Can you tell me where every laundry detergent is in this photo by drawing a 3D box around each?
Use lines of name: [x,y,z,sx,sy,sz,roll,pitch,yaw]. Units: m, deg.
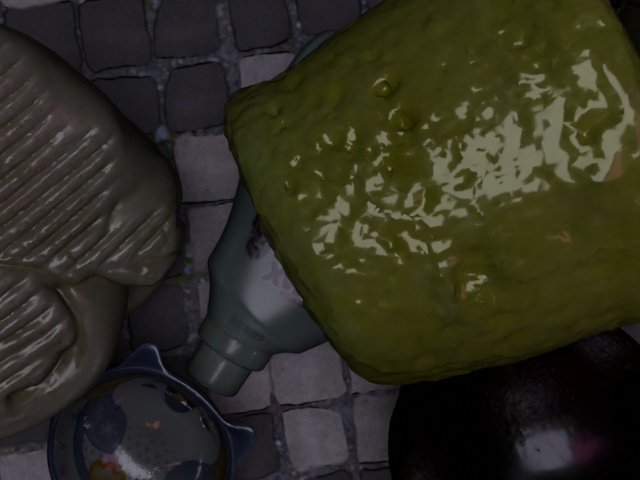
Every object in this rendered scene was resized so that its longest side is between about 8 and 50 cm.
laundry detergent: [0.000,0.000,0.875,0.264,0.125,0.398,32,91,-2]

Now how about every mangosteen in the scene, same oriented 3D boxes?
mangosteen: [0.209,0.176,0.811,0.296,0.297,0.314,-3,82,-3]

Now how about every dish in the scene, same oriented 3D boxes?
dish: [-0.177,0.221,0.879,0.227,0.086,0.236,-25,97,8]

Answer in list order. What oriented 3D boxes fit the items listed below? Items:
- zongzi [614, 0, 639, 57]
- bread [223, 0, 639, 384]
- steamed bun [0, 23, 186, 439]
zongzi: [0.404,-0.278,0.600,0.181,0.418,0.447,0,114,-20]
bread: [0.102,-0.055,0.652,0.307,0.348,0.348,-23,93,2]
steamed bun: [-0.337,-0.030,0.792,0.342,0.255,0.368,-42,118,-15]
